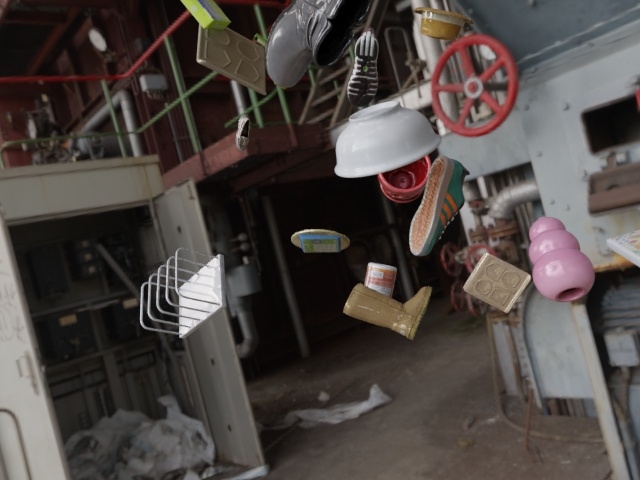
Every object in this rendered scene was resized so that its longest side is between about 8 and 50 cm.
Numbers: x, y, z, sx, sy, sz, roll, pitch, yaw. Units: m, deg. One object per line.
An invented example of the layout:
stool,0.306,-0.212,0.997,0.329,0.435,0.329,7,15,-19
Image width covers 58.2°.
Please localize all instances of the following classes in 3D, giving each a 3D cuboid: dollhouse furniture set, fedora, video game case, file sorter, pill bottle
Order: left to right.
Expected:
file sorter,-0.461,0.173,1.902,0.173,0.193,0.277,18,-40,-36
dollhouse furniture set,-0.255,-0.682,2.115,0.152,0.058,0.076,-57,8,-16
pill bottle,0.235,0.205,2.354,0.121,0.216,0.121,11,2,0
fedora,0.373,-0.664,1.775,0.194,0.079,0.194,11,19,-4
video game case,0.725,-0.004,1.173,0.206,0.026,0.227,-18,6,13

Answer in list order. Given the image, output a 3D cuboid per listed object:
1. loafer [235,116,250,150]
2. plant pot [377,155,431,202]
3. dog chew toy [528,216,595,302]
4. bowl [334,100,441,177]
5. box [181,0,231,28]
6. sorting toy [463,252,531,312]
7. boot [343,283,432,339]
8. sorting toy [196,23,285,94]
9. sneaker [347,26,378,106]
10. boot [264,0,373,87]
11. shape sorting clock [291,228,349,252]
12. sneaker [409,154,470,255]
loafer,-0.279,-0.386,2.090,0.045,0.125,0.039,-6,21,-37
plant pot,0.300,-0.239,2.101,0.191,0.191,0.174,-15,-14,-1
dog chew toy,0.858,0.055,2.092,0.206,0.332,0.207,-3,-36,-2
bowl,0.161,-0.285,1.535,0.297,0.134,0.298,-17,21,7
box,-0.307,-0.612,1.520,0.042,0.109,0.178,-38,9,17
sorting toy,0.721,0.171,2.351,0.208,0.193,0.038,29,23,8
boot,0.252,0.217,2.106,0.236,0.269,0.089,-58,-17,-34
sorting toy,-0.212,-0.503,1.641,0.307,0.229,0.041,20,-44,-32
sneaker,0.170,-0.642,2.105,0.106,0.162,0.281,11,-44,1
boot,-0.021,-0.436,1.251,0.118,0.223,0.338,9,-46,-25
shape sorting clock,0.000,0.000,2.015,0.206,0.040,0.206,0,-20,0
sneaker,0.360,-0.090,1.695,0.121,0.302,0.108,16,5,-25
